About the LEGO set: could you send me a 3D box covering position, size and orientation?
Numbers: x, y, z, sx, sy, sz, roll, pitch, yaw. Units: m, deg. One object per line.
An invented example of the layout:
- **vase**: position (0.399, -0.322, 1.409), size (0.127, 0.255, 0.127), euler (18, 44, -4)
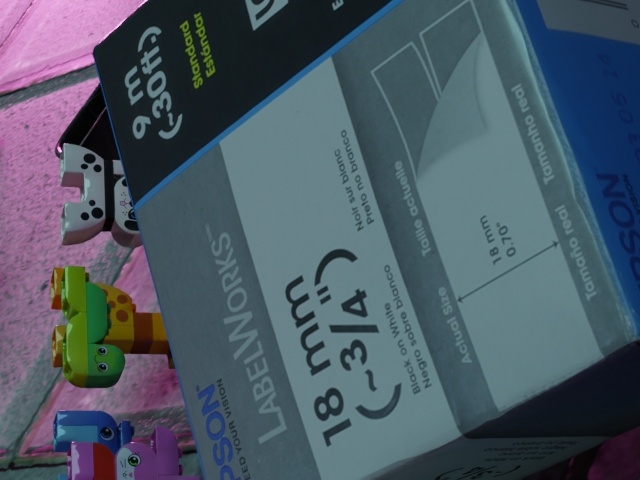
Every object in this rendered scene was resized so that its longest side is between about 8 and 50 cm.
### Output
- **LEGO set**: position (-0.102, 0.065, 0.969), size (0.087, 0.093, 0.227), euler (120, 149, -60)

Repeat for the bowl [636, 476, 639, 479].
- **bowl**: position (0.200, 0.083, 0.440), size (0.391, 0.077, 0.391), euler (-38, 5, 4)

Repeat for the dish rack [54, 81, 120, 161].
- **dish rack**: position (-0.035, -0.121, 1.158), size (0.271, 0.074, 0.208), euler (-5, 46, 47)

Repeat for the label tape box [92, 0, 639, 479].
- **label tape box**: position (0.000, 0.000, 0.723), size (0.334, 0.106, 0.240), euler (-34, 65, 40)
